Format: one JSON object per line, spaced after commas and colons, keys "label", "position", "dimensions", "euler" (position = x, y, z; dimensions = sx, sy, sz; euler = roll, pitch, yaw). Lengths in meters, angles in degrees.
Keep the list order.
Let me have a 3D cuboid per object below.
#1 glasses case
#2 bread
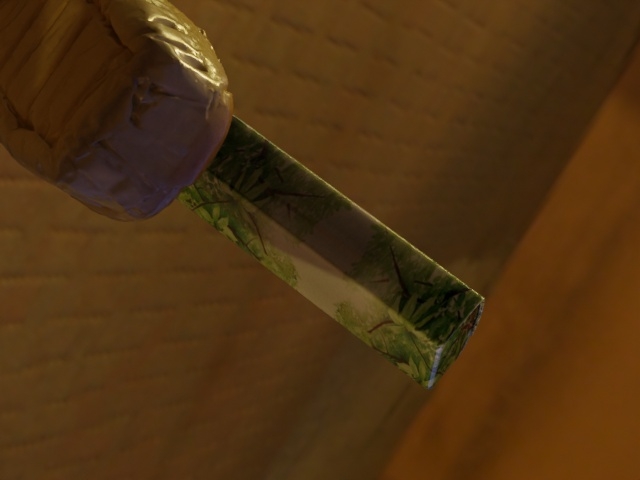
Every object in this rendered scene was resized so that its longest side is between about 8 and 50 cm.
{"label": "glasses case", "position": [0.000, 0.000, 1.362], "dimensions": [0.062, 0.272, 0.095], "euler": [-47, 165, -21]}
{"label": "bread", "position": [-0.146, -0.105, 1.132], "dimensions": [0.106, 0.236, 0.140], "euler": [33, 99, -40]}
